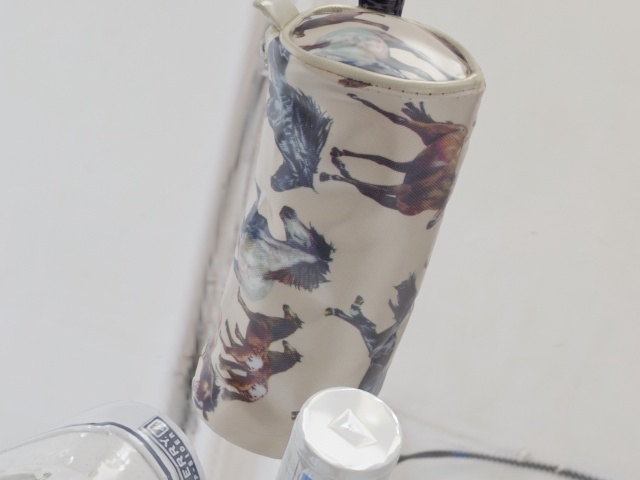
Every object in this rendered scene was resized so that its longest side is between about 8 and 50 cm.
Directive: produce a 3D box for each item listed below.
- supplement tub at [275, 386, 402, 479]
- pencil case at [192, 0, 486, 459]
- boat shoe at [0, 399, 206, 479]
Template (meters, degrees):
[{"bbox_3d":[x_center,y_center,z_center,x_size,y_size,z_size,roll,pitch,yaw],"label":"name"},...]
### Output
[{"bbox_3d":[0.007,0.153,0.994,0.071,0.071,0.107,35,-43,18],"label":"supplement tub"},{"bbox_3d":[0.000,0.000,1.271,0.183,0.160,0.410,31,-54,23],"label":"pencil case"},{"bbox_3d":[-0.235,0.219,0.944,0.367,0.156,0.136,-26,-86,37],"label":"boat shoe"}]
